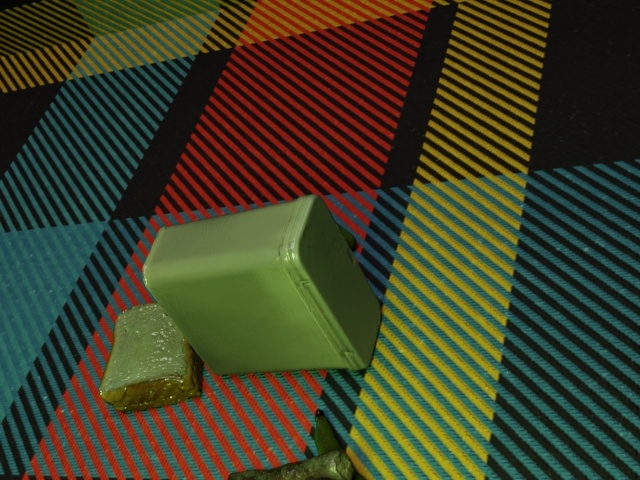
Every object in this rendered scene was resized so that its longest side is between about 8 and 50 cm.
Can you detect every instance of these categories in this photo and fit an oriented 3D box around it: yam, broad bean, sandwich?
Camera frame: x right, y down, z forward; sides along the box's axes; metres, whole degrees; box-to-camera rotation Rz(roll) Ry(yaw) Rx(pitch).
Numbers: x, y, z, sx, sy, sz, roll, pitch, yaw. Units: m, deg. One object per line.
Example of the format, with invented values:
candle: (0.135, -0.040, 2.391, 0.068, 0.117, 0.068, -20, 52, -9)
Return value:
yam: (-0.059, 0.417, 1.664, 0.252, 0.061, 0.061, -19, 39, 31)
broad bean: (0.038, 0.403, 1.670, 0.060, 0.043, 0.297, -26, 38, -11)
sandwich: (-0.353, 0.237, 2.039, 0.226, 0.087, 0.251, -15, 41, 16)

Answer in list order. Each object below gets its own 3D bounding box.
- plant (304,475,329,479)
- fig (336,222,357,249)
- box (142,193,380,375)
plant: (0.034, 0.499, 1.489, 0.146, 0.149, 0.274, -35, 43, -7)
fig: (0.000, 0.000, 2.092, 0.156, 0.123, 0.123, 11, 40, -13)
box: (-0.109, 0.103, 1.838, 0.343, 0.352, 0.177, -9, 43, 24)
